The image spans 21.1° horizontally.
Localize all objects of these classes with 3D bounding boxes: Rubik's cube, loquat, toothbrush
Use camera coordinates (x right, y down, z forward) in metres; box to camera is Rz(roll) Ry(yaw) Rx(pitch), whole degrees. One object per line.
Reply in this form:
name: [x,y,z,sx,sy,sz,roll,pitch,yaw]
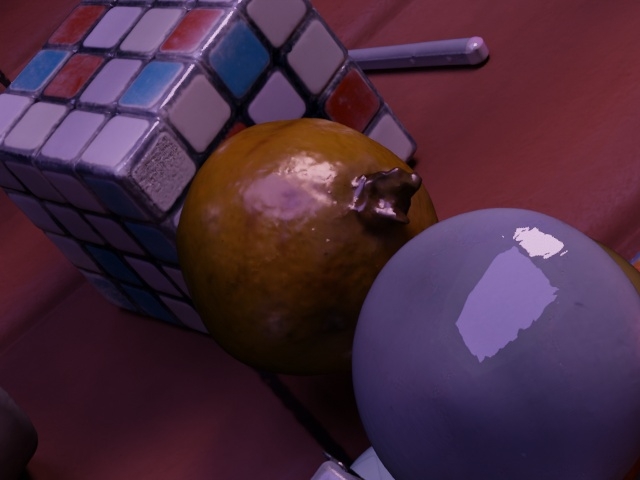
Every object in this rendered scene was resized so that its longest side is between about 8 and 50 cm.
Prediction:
Rubik's cube: [-0.118,-0.086,1.564,0.259,0.256,0.253,9,57,47]
loquat: [0.000,0.000,1.333,0.246,0.213,0.213,-36,25,54]
toothbrush: [0.031,-0.185,1.745,0.342,0.025,0.030,3,50,44]

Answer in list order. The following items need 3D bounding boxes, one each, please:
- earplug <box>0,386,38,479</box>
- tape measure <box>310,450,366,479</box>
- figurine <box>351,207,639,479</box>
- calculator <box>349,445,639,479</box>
earplug: [-0.473,0.251,1.471,0.313,0.312,0.394,8,59,45]
tape measure: [-0.035,0.316,1.160,0.164,0.084,0.330,28,82,39]
figurine: [0.191,0.031,1.178,0.224,0.205,0.382,22,45,34]
calculator: [0.103,0.190,1.250,0.295,0.042,0.184,-28,36,12]
